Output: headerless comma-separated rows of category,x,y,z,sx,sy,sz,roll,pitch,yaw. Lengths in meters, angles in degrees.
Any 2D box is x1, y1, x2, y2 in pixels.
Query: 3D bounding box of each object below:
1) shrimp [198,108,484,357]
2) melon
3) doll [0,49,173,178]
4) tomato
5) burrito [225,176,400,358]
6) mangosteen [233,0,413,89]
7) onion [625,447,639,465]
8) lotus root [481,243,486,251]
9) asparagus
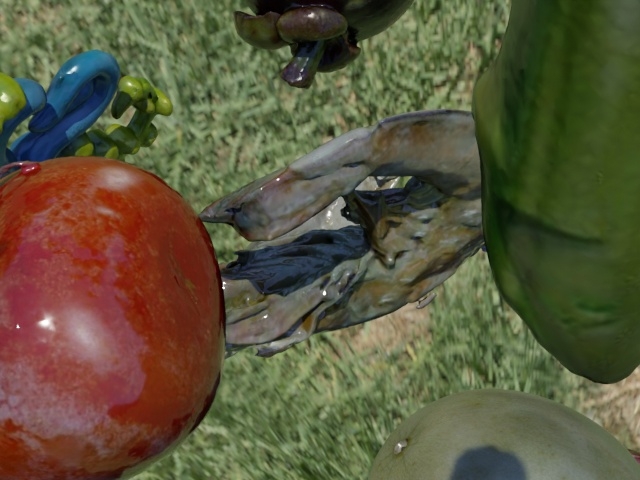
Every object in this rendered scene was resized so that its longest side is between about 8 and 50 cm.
shrimp,0.000,0.000,0.931,0.360,0.247,0.085,-22,62,-8
melon,0.205,0.295,1.275,0.330,0.268,0.268,39,77,-13
doll,-0.277,-0.021,1.123,0.346,0.341,0.099,-42,78,2
tomato,-0.131,0.049,0.673,0.151,0.187,0.187,15,67,-31
burrito,-0.036,0.014,1.196,0.275,0.059,0.082,-45,52,0
mangosteen,0.003,-0.294,1.437,0.228,0.228,0.265,10,78,11
onion,0.435,0.349,1.622,0.163,0.230,0.230,-42,70,-3
lotus root,0.307,-0.030,1.514,0.329,0.167,0.078,4,69,-20
asparagus,0.091,-0.090,0.348,0.082,0.343,0.085,-11,46,-8
